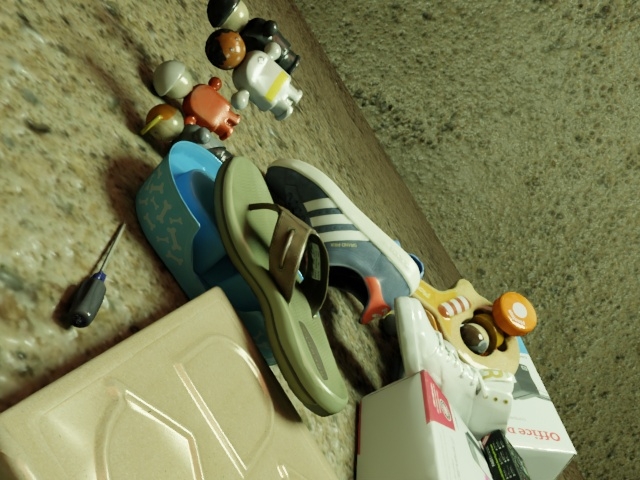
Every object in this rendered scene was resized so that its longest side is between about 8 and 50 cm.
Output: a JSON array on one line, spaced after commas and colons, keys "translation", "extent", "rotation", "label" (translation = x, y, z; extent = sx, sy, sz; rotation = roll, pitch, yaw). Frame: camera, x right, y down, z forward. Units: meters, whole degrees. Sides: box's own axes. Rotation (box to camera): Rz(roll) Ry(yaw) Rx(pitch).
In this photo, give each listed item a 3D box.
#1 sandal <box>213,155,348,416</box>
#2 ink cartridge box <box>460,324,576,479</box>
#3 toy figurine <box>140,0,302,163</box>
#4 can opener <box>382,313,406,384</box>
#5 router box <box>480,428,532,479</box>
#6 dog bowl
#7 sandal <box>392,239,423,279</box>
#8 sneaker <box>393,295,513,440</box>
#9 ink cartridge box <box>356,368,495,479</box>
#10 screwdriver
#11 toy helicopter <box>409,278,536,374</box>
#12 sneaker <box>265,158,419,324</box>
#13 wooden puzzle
[{"translation": [-0.026, 0.036, 0.618], "extent": [0.303, 0.086, 0.120], "rotation": [64, 18, 17], "label": "sandal"}, {"translation": [0.327, 0.320, 1.129], "extent": [0.223, 0.129, 0.308], "rotation": [10, 34, -12], "label": "ink cartridge box"}, {"translation": [-0.139, -0.215, 0.779], "extent": [0.148, 0.213, 0.210], "rotation": [38, 28, -28], "label": "toy figurine"}, {"translation": [0.154, 0.227, 1.121], "extent": [0.095, 0.076, 0.283], "rotation": [26, 18, 4], "label": "can opener"}, {"translation": [0.295, 0.365, 0.859], "extent": [0.092, 0.038, 0.122], "rotation": [51, 16, -25], "label": "router box"}, {"translation": [-0.109, 0.026, 0.680], "extent": [0.297, 0.074, 0.166], "rotation": [56, 17, -8], "label": "dog bowl"}, {"translation": [0.108, 0.034, 1.172], "extent": [0.317, 0.138, 0.126], "rotation": [39, 28, -44], "label": "sandal"}, {"translation": [0.219, 0.205, 0.910], "extent": [0.108, 0.169, 0.293], "rotation": [-83, 158, -67], "label": "sneaker"}, {"translation": [0.184, 0.378, 0.810], "extent": [0.306, 0.131, 0.226], "rotation": [52, 18, -17], "label": "ink cartridge box"}, {"translation": [-0.200, 0.026, 0.526], "extent": [0.170, 0.024, 0.025], "rotation": [-100, -177, -65], "label": "screwdriver"}, {"translation": [0.213, 0.143, 1.051], "extent": [0.355, 0.140, 0.235], "rotation": [36, 50, 2], "label": "toy helicopter"}, {"translation": [0.000, 0.000, 0.973], "extent": [0.350, 0.148, 0.131], "rotation": [42, -19, 21], "label": "sneaker"}, {"translation": [-0.078, 0.220, 0.449], "extent": [0.322, 0.080, 0.348], "rotation": [59, 12, -1], "label": "wooden puzzle"}]
